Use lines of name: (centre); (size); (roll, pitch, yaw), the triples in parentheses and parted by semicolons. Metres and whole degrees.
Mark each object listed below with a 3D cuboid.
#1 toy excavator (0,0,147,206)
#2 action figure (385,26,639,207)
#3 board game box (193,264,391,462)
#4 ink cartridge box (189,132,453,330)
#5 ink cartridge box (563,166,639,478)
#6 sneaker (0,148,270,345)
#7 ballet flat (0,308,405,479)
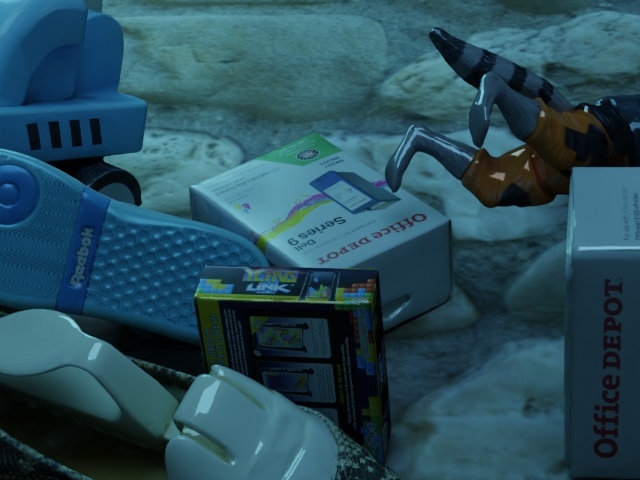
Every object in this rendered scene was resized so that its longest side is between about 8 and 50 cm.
toy excavator: (-0.260, -0.209, 1.617); (0.222, 0.445, 0.433); (19, 17, 31)
action figure: (0.261, -0.096, 1.402); (0.330, 0.341, 0.178); (5, 65, -19)
board game box: (-0.019, 0.100, 1.344); (0.141, 0.170, 0.048); (3, 37, 10)
ink cartridge box: (0.000, 0.000, 1.559); (0.154, 0.093, 0.212); (-24, 40, -27)
ink cartridge box: (0.343, 0.065, 1.298); (0.307, 0.223, 0.129); (0, 34, 8)
sneaker: (-0.203, 0.014, 1.465); (0.319, 0.127, 0.208); (21, -4, -4)
ballet flat: (-0.133, 0.149, 1.276); (0.483, 0.182, 0.164); (16, 49, 27)
